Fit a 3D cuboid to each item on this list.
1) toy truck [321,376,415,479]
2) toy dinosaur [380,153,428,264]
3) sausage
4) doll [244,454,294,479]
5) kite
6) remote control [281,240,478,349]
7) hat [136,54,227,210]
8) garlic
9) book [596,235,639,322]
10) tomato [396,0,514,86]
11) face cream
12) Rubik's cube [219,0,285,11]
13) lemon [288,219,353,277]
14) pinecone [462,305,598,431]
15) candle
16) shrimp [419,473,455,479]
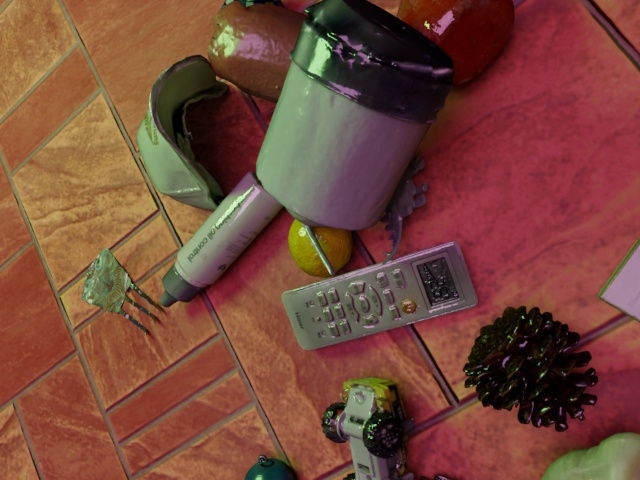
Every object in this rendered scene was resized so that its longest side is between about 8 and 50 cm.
[{"bbox_3d":[0.092,0.355,0.833,0.136,0.111,0.285,-8,91,54],"label":"toy truck"},{"bbox_3d":[0.128,-0.050,0.872,0.082,0.039,0.208,-12,54,50],"label":"toy dinosaur"},{"bbox_3d":[-0.051,-0.299,0.896,0.280,0.152,0.152,18,93,-5],"label":"sausage"},{"bbox_3d":[-0.081,0.438,0.922,0.114,0.085,0.151,-17,90,7],"label":"doll"},{"bbox_3d":[-0.417,0.120,1.131,0.229,0.016,0.127,34,102,25],"label":"kite"},{"bbox_3d":[0.090,0.093,0.891,0.313,0.055,0.109,-18,95,18],"label":"remote control"},{"bbox_3d":[-0.265,-0.191,0.965,0.168,0.301,0.257,-2,83,1],"label":"hat"},{"bbox_3d":[0.353,0.377,0.675,0.185,0.203,0.281,23,98,40],"label":"garlic"},{"bbox_3d":[0.555,0.068,0.705,0.283,0.025,0.214,36,99,21],"label":"book"},{"bbox_3d":[0.193,-0.331,0.830,0.187,0.151,0.187,-2,87,28],"label":"tomato"},{"bbox_3d":[-0.196,0.013,1.001,0.311,0.092,0.092,-46,70,14],"label":"face cream"},{"bbox_3d":[-0.121,-0.400,0.991,0.133,0.112,0.133,-2,84,22],"label":"Rubik's cube"},{"bbox_3d":[0.000,0.000,0.903,0.109,0.109,0.133,0,111,24],"label":"lemon"},{"bbox_3d":[0.296,0.181,0.742,0.165,0.163,0.163,37,101,3],"label":"pinecone"},{"bbox_3d":[0.030,-0.149,0.773,0.221,0.221,0.342,39,122,21],"label":"candle"},{"bbox_3d":[0.225,0.418,0.817,0.180,0.041,0.099,30,112,21],"label":"shrimp"}]
